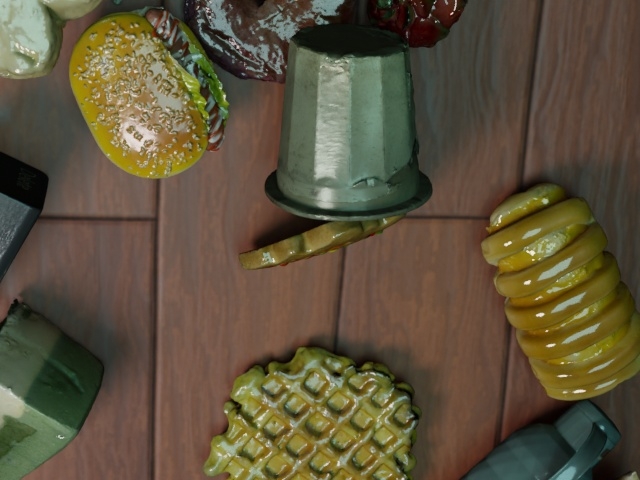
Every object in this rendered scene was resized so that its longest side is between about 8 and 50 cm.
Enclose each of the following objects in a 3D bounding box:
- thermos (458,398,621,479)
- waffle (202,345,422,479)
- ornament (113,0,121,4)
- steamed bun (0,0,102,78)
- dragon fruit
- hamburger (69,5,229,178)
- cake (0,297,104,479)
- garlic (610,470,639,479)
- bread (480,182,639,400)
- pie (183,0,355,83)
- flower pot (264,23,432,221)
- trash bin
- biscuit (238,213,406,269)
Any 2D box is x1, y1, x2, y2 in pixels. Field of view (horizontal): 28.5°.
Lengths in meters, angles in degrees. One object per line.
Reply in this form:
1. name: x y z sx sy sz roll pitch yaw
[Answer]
1. thermos: 0.297 0.342 1.771 0.286 0.182 0.145 -44 89 4
2. waffle: -0.002 0.288 1.760 0.300 0.058 0.282 16 102 -13
3. ornament: -0.223 -0.334 1.548 0.092 0.041 0.068 -27 132 -14
4. steamed bun: -0.390 -0.321 1.474 0.292 0.137 0.296 0 98 -6
5. dragon fruit: 0.124 -0.308 1.578 0.142 0.121 0.130 -26 90 12
6. hamburger: -0.211 -0.184 1.554 0.173 0.116 0.210 -25 109 0
7. cake: -0.425 0.246 1.612 0.158 0.172 0.283 40 97 -16
8. garlic: 0.367 0.445 1.823 0.266 0.128 0.148 -44 116 -10
9. bread: 0.334 0.074 1.727 0.172 0.121 0.311 -28 108 -1
10. pie: -0.057 -0.302 1.581 0.204 0.054 0.219 25 100 -16
11. flower pot: 0.041 -0.151 1.546 0.212 0.212 0.203 -1 115 -10
12. trash bin: -0.435 0.014 1.546 0.115 0.165 0.226 25 102 -17
13. biscuit: 0.000 0.000 1.622 0.238 0.212 0.041 -20 91 23
